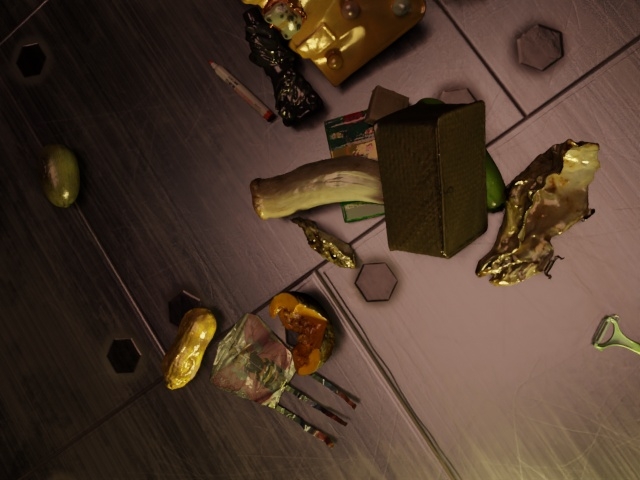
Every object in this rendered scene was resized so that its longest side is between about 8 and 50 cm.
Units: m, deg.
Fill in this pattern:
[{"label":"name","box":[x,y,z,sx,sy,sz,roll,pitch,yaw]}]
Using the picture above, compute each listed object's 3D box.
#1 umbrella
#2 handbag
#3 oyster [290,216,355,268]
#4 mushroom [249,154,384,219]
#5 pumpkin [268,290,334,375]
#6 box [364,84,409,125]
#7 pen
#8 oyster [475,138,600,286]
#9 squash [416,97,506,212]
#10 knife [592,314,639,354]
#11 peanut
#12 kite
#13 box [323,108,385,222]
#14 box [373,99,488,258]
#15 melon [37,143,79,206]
[{"label":"umbrella","box":[-0.096,-0.391,1.338,0.110,0.122,0.272,-28,91,36]},{"label":"handbag","box":[0.003,-0.515,1.186,0.283,0.401,0.133,-34,41,20]},{"label":"oyster","box":[0.007,0.005,1.317,0.177,0.105,0.056,35,90,-11]},{"label":"mushroom","box":[0.008,-0.112,1.281,0.351,0.095,0.123,-6,63,22]},{"label":"pumpkin","box":[-0.028,0.193,1.316,0.119,0.107,0.184,-30,79,44]},{"label":"box","box":[0.143,-0.283,1.286,0.079,0.035,0.083,19,77,-14]},{"label":"pen","box":[-0.189,-0.357,1.410,0.218,0.026,0.026,44,101,12]},{"label":"oyster","box":[0.436,-0.048,1.183,0.133,0.197,0.337,46,119,56]},{"label":"squash","box":[0.298,-0.185,1.244,0.082,0.082,0.292,-37,80,12]},{"label":"knife","box":[0.631,0.212,1.177,0.166,0.022,0.078,26,103,16]},{"label":"peanut","box":[-0.312,0.253,1.411,0.087,0.087,0.207,26,94,14]},{"label":"kite","box":[-0.093,0.332,1.382,0.360,0.022,0.204,33,98,17]},{"label":"box","box":[0.094,-0.167,1.325,0.132,0.034,0.235,-13,86,16]},{"label":"box","box":[0.219,-0.122,1.154,0.143,0.184,0.273,9,117,40]},{"label":"melon","box":[-0.658,-0.164,1.504,0.099,0.099,0.162,-6,91,16]}]
